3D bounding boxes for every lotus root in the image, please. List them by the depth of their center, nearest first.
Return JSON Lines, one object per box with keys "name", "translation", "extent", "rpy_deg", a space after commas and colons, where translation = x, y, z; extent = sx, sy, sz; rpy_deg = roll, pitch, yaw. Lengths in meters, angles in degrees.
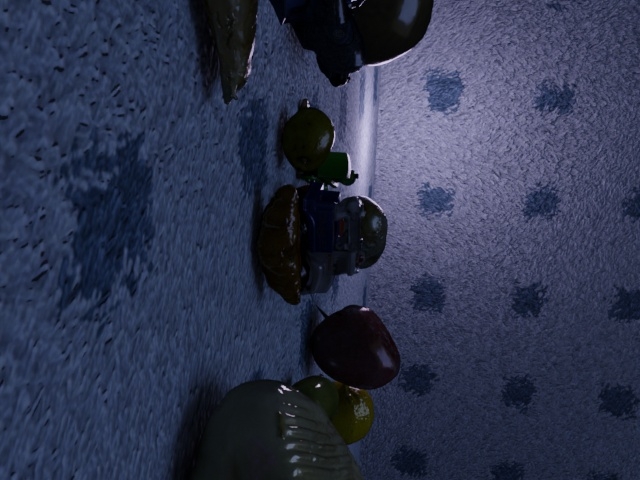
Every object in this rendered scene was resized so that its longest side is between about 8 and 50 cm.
{"name": "lotus root", "translation": [0.120, -0.016, 2.063], "extent": [0.350, 0.174, 0.175], "rpy_deg": [84, 14, -61]}

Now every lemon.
{"name": "lemon", "translation": [0.073, 0.507, 2.004], "extent": [0.180, 0.180, 0.193], "rpy_deg": [-45, 155, -76]}

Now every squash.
{"name": "squash", "translation": [-0.031, 0.366, 1.501], "extent": [0.186, 0.123, 0.123], "rpy_deg": [17, 78, -76]}

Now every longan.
{"name": "longan", "translation": [0.086, -0.507, 1.354], "extent": [0.288, 0.288, 0.350], "rpy_deg": [78, 8, -60]}

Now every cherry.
{"name": "cherry", "translation": [0.083, 0.282, 1.830], "extent": [0.213, 0.285, 0.236], "rpy_deg": [-51, 171, 27]}

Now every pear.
{"name": "pear", "translation": [-0.023, -0.195, 1.302], "extent": [0.107, 0.107, 0.131], "rpy_deg": [82, 8, -54]}

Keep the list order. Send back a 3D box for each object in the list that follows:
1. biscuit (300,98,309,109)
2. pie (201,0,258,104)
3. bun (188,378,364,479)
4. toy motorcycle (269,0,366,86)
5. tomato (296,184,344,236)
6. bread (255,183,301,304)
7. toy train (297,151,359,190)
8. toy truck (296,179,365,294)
{"name": "biscuit", "translation": [-0.029, -0.255, 1.493], "extent": [0.147, 0.018, 0.071], "rpy_deg": [67, 30, -69]}
{"name": "pie", "translation": [-0.110, -0.310, 0.831], "extent": [0.129, 0.068, 0.283], "rpy_deg": [-82, 175, -54]}
{"name": "bun", "translation": [-0.066, 0.370, 0.961], "extent": [0.361, 0.213, 0.361], "rpy_deg": [60, 15, -26]}
{"name": "toy motorcycle", "translation": [-0.022, -0.368, 0.842], "extent": [0.213, 0.125, 0.359], "rpy_deg": [92, -21, -66]}
{"name": "tomato", "translation": [0.008, -0.051, 1.460], "extent": [0.156, 0.069, 0.156], "rpy_deg": [61, -10, 18]}
{"name": "bread", "translation": [-0.072, 0.014, 1.188], "extent": [0.105, 0.075, 0.233], "rpy_deg": [-79, 167, -63]}
{"name": "toy train", "translation": [0.022, -0.159, 1.551], "extent": [0.251, 0.119, 0.085], "rpy_deg": [9, 85, -79]}
{"name": "toy truck", "translation": [0.000, 0.000, 1.314], "extent": [0.161, 0.176, 0.213], "rpy_deg": [-69, 160, -63]}
